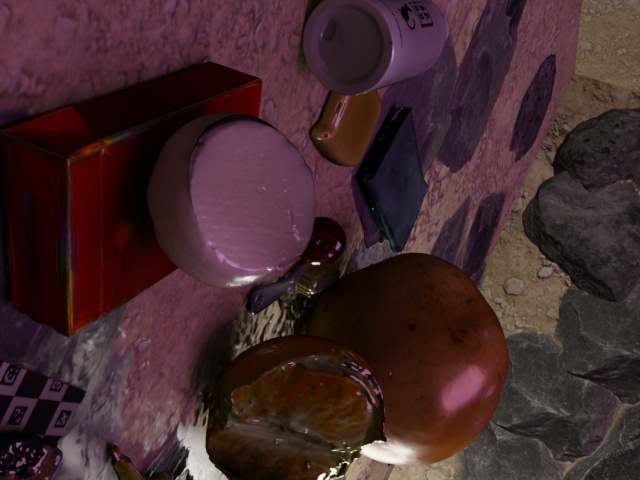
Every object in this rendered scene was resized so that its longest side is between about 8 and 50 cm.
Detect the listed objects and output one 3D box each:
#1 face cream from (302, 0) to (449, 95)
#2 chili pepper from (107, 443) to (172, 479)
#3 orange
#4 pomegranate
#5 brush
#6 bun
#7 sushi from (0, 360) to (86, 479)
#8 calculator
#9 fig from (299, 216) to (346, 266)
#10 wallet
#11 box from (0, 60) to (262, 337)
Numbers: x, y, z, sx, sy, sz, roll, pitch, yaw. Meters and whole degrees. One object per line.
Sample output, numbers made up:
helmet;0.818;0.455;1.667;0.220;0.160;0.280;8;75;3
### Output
face cream;0.121;-0.326;1.250;0.370;0.146;0.145;-34;141;-56
chili pepper;-0.262;0.344;1.138;0.049;0.043;0.208;-49;154;-13
orange;-0.051;0.270;1.288;0.334;0.263;0.196;110;-26;-48
pomegranate;0.166;0.213;1.512;0.416;0.417;0.416;-50;153;-38
brush;-0.032;0.081;1.401;0.297;0.060;0.068;-27;137;-60
bun;-0.100;-0.039;0.791;0.173;0.120;0.172;6;81;-43
sushi;-0.332;0.238;0.850;0.192;0.051;0.215;-63;159;-11
calculator;0.056;-0.206;1.368;0.157;0.033;0.236;-69;161;1
fig;0.000;0.000;1.392;0.125;0.089;0.088;-124;-125;-85
wallet;0.165;-0.121;1.696;0.190;0.046;0.379;-63;157;-15
box;-0.189;-0.059;0.848;0.313;0.089;0.197;-39;145;-53
